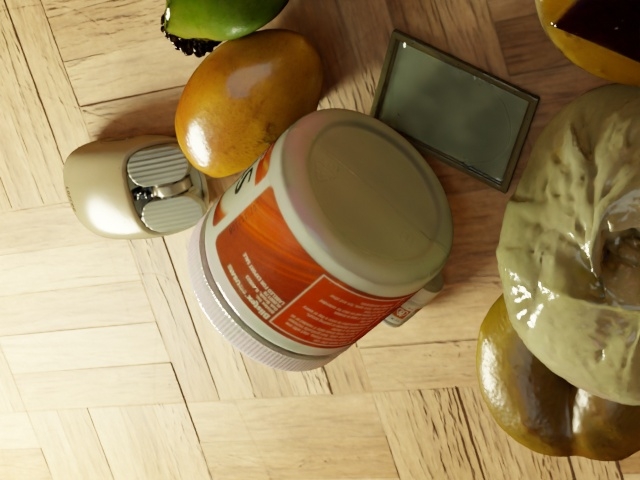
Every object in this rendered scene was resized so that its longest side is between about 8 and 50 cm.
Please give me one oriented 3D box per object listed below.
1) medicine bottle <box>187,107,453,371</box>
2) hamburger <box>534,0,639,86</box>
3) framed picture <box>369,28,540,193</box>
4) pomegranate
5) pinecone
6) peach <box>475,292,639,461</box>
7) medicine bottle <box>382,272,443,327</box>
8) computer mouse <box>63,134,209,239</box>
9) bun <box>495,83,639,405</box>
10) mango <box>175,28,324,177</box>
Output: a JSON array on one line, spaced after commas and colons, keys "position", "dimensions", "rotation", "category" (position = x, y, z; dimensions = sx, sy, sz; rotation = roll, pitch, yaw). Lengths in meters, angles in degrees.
[{"position": [0.000, 0.000, 1.963], "dimensions": [0.252, 0.252, 0.241], "rotation": [49, 131, 3], "category": "medicine bottle"}, {"position": [0.351, -0.289, 1.604], "dimensions": [0.300, 0.176, 0.300], "rotation": [3, 149, 2], "category": "hamburger"}, {"position": [0.158, -0.157, 1.944], "dimensions": [0.200, 0.010, 0.136], "rotation": [28, 126, 19], "category": "framed picture"}, {"position": [-0.106, -0.354, 1.937], "dimensions": [0.159, 0.241, 0.190], "rotation": [2, 144, -5], "category": "pomegranate"}, {"position": [-0.165, -0.273, 2.055], "dimensions": [0.083, 0.077, 0.077], "rotation": [17, 122, 45], "category": "pinecone"}, {"position": [0.306, 0.144, 1.911], "dimensions": [0.251, 0.153, 0.251], "rotation": [11, 117, 22], "category": "peach"}, {"position": [0.110, 0.067, 2.054], "dimensions": [0.057, 0.057, 0.089], "rotation": [48, 129, 4], "category": "medicine bottle"}, {"position": [-0.261, -0.072, 2.210], "dimensions": [0.236, 0.082, 0.145], "rotation": [0, 112, 34], "category": "computer mouse"}, {"position": [0.344, -0.002, 1.699], "dimensions": [0.361, 0.213, 0.361], "rotation": [1, 91, 31], "category": "bun"}, {"position": [-0.088, -0.177, 2.008], "dimensions": [0.154, 0.126, 0.252], "rotation": [35, 136, -13], "category": "mango"}]
